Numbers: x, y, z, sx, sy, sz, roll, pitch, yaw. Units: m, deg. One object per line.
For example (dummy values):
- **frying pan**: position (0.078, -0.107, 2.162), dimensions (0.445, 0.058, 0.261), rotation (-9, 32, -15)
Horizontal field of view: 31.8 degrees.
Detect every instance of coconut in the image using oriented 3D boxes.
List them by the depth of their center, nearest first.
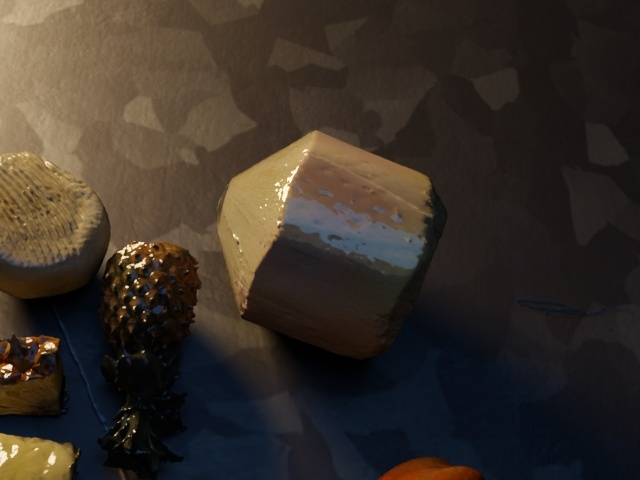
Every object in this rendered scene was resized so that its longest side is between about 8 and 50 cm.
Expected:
- **coconut**: position (0.000, 0.000, 1.262), dimensions (0.244, 0.239, 0.239), rotation (24, 55, 2)

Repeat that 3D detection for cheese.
- **cheese**: position (-0.325, 0.246, 1.097), dimensions (0.167, 0.094, 0.123), rotation (7, 58, -10)

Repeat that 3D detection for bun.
- **bun**: position (-0.323, -0.010, 1.252), dimensions (0.166, 0.113, 0.173), rotation (1, 56, -22)

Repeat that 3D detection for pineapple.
- **pineapple**: position (-0.306, 0.147, 1.171), dimensions (0.116, 0.137, 0.069), rotation (33, 48, -41)
- **pineapple**: position (-0.185, 0.130, 1.207), dimensions (0.125, 0.125, 0.251), rotation (5, 62, -11)

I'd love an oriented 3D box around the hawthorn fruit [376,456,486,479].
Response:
- **hawthorn fruit**: position (0.109, 0.308, 1.125), dimensions (0.189, 0.189, 0.189), rotation (7, 57, -10)
